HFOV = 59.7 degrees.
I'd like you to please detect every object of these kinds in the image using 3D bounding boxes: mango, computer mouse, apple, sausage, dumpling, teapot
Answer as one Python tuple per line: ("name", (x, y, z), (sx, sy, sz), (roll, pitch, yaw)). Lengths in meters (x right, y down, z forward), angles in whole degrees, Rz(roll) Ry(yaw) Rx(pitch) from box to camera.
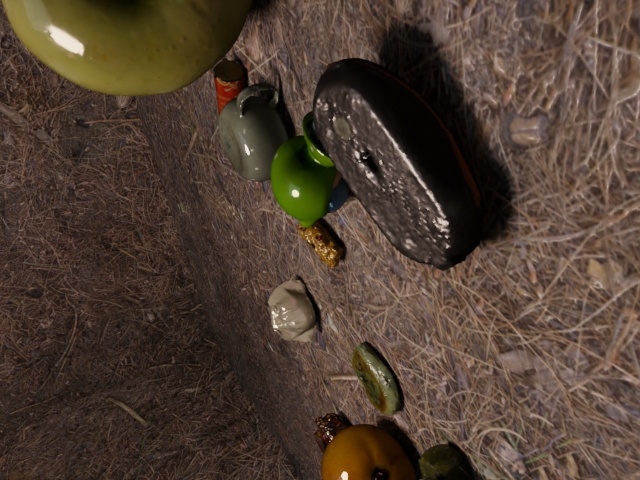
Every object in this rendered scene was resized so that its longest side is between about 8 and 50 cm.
("mango", (0.128, 0.618, 1.422), (0.264, 0.221, 0.378), (46, 163, 31))
("computer mouse", (0.112, -0.112, 0.768), (0.323, 0.116, 0.183), (56, 156, 3))
("apple", (-0.336, -0.486, 0.990), (0.473, 0.474, 0.473), (50, 155, 34))
("sausage", (-0.219, -0.326, 1.397), (0.083, 0.083, 0.264), (55, 159, 26))
("dumpling", (-0.080, 0.206, 1.572), (0.108, 0.127, 0.188), (-165, 59, -73))
("teapot", (-0.142, -0.230, 1.245), (0.193, 0.129, 0.294), (55, 155, 26))

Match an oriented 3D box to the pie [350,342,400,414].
("pie", (0.127, 0.333, 1.336), (0.187, 0.041, 0.187), (52, 157, 33))

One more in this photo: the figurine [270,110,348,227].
("figurine", (-0.008, -0.142, 1.014), (0.162, 0.143, 0.263), (59, 147, 25))

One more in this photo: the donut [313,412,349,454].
("donut", (0.064, 0.651, 1.773), (0.216, 0.096, 0.230), (45, 151, 38))

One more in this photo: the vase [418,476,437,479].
("vase", (0.210, 0.529, 1.095), (0.081, 0.081, 0.148), (45, 146, 43))

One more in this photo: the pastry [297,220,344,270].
("pastry", (0.000, 0.000, 1.257), (0.140, 0.056, 0.080), (47, 161, 25))

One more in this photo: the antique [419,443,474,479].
("antique", (0.270, 0.521, 1.151), (0.081, 0.080, 0.220), (26, 135, 58))
